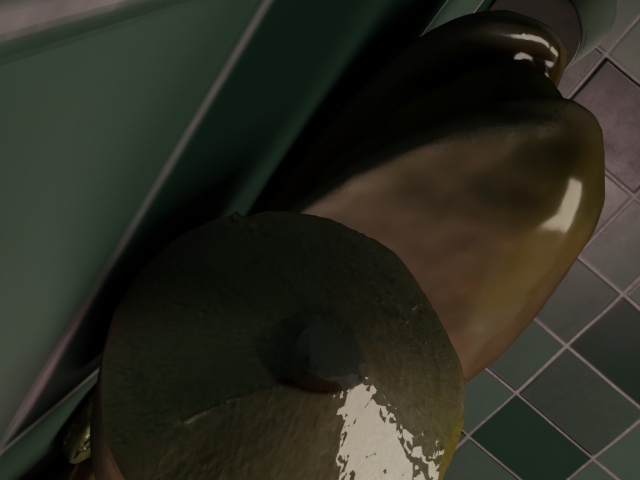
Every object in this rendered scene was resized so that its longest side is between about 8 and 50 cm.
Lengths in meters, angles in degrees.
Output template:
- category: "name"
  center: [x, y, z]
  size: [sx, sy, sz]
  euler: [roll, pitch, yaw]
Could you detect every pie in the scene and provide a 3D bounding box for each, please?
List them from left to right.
- category: "pie"
  center: [-0.109, 0.086, 0.498]
  size: [0.084, 0.020, 0.084]
  euler: [-50, 176, -5]

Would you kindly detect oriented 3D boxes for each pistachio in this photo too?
- category: "pistachio"
  center: [0.048, -0.004, 0.545]
  size: [0.166, 0.197, 0.288]
  euler: [-107, -151, -41]

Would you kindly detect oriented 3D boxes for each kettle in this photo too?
- category: "kettle"
  center: [0.217, -0.211, 0.838]
  size: [0.127, 0.098, 0.148]
  euler: [-46, 176, 34]

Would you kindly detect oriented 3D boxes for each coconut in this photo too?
- category: "coconut"
  center: [-0.023, 0.066, 0.380]
  size: [0.147, 0.147, 0.153]
  euler: [-48, 177, -32]

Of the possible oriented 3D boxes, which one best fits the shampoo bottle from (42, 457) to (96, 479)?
- category: "shampoo bottle"
  center: [-0.144, 0.179, 0.515]
  size: [0.126, 0.084, 0.350]
  euler: [-50, 177, 29]
